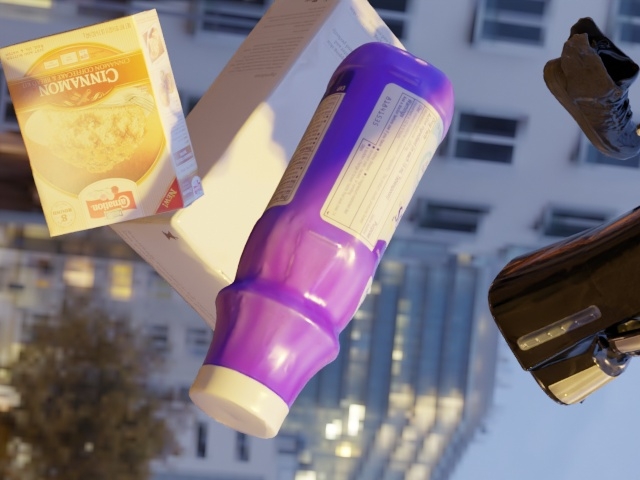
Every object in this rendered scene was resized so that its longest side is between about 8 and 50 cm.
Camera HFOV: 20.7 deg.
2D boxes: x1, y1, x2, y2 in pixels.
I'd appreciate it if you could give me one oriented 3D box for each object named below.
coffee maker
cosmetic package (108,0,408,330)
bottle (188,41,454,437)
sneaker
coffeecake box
[{"bbox_3d":[0.224,0.020,1.329,0.178,0.120,0.171,-25,-105,34],"label":"coffee maker"},{"bbox_3d":[-0.045,-0.094,2.079,0.156,0.217,0.385,3,-130,53],"label":"cosmetic package"},{"bbox_3d":[0.000,0.000,1.221,0.283,0.092,0.118,-63,-179,-22],"label":"bottle"},{"bbox_3d":[0.289,-0.149,1.760,0.089,0.170,0.051,-19,-144,49],"label":"sneaker"},{"bbox_3d":[-0.206,-0.111,1.663,0.068,0.142,0.185,-44,120,-71],"label":"coffeecake box"}]
